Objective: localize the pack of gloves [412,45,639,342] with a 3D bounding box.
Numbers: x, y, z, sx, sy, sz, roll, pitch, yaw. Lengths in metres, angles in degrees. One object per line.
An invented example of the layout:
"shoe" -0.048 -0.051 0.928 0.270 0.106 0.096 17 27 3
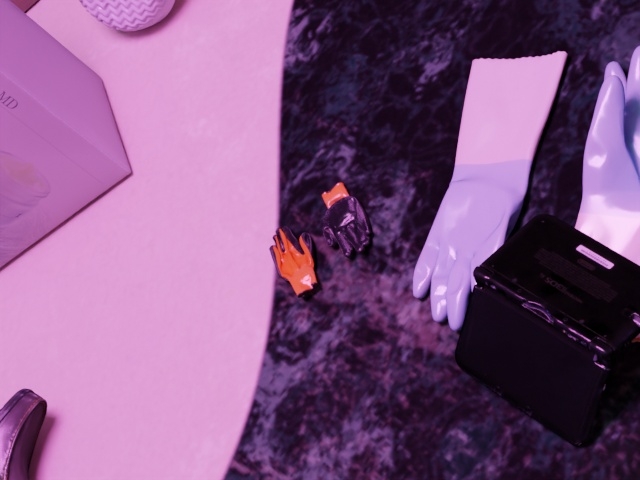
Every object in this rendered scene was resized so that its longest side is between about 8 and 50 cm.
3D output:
"pack of gloves" 0.158 -0.044 1.281 0.195 0.046 0.232 0 64 35

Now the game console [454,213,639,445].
"game console" 0.163 0.058 1.220 0.107 0.071 0.122 -40 51 -21

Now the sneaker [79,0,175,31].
"sneaker" -0.150 -0.377 1.650 0.137 0.210 0.366 -7 94 33

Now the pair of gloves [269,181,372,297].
"pair of gloves" 0.000 0.000 1.391 0.083 0.010 0.074 -36 47 9

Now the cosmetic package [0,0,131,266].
"cosmetic package" -0.323 -0.091 1.530 0.225 0.224 0.138 -36 48 13

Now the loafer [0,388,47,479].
"loafer" -0.246 0.200 1.421 0.061 0.062 0.170 16 76 17

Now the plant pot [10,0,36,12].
"plant pot" -0.406 -0.389 1.736 0.323 0.280 0.323 -18 53 26
